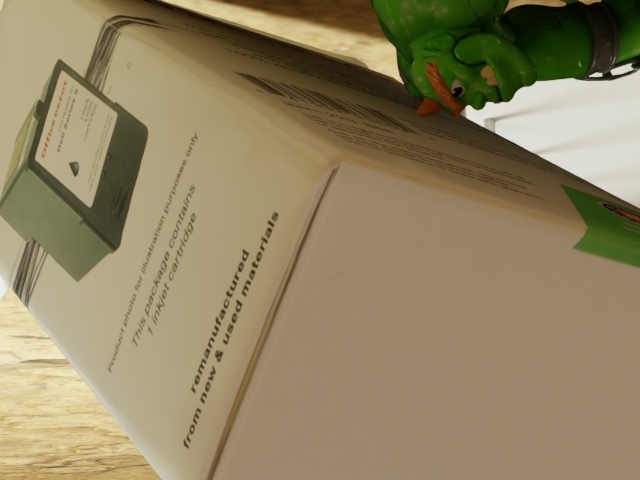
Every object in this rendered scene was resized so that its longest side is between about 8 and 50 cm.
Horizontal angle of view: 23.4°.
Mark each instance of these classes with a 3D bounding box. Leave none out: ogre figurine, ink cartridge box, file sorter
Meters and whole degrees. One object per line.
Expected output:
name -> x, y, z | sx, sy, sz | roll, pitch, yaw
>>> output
ogre figurine -> 0.074, -0.103, 0.576 | 0.118, 0.096, 0.197 | -21, 177, 7
ink cartridge box -> 0.000, 0.000, 0.607 | 0.211, 0.121, 0.289 | 14, -167, -33
file sorter -> 0.191, 0.008, 0.817 | 0.193, 0.173, 0.278 | -7, 163, 18

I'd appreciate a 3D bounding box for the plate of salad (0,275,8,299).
plate of salad -> -0.303, 0.006, 1.016 | 0.200, 0.048, 0.200 | 5, 156, 2
